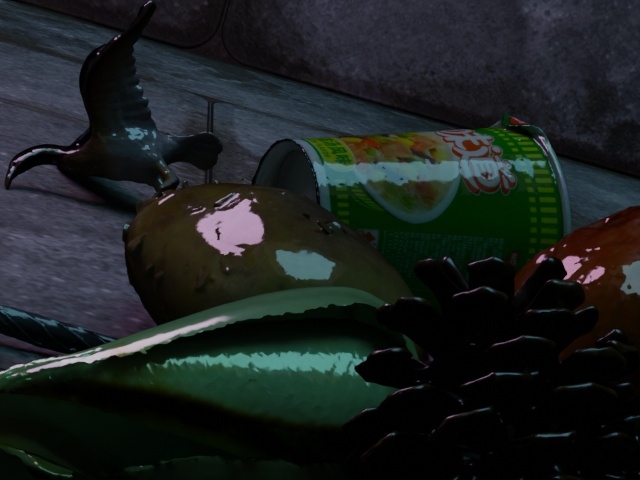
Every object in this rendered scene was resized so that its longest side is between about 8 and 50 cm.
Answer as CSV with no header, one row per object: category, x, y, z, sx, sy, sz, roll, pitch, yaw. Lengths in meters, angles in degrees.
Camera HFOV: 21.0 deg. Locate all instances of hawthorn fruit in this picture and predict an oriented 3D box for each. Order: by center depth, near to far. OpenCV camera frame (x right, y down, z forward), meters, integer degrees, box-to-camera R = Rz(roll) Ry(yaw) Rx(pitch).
hawthorn fruit,0.236,0.058,1.205,0.207,0.243,0.207,26,-31,17

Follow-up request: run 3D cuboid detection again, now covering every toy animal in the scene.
toy animal,-0.200,-0.090,1.643,0.160,0.272,0.197,36,53,9

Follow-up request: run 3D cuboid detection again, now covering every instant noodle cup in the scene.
instant noodle cup,0.067,-0.015,1.510,0.232,0.207,0.207,3,16,-26

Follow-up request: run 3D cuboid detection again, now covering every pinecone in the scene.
pinecone,0.087,0.081,0.859,0.163,0.163,0.165,11,51,-25

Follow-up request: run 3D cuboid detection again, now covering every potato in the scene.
potato,-0.039,0.031,1.241,0.191,0.141,0.296,16,7,-36

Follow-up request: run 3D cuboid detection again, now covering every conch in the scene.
conch,-0.049,0.106,0.928,0.250,0.143,0.137,-13,-11,-42

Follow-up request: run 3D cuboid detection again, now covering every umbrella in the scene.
umbrella,-0.208,0.052,1.150,0.269,0.044,0.044,14,45,-12

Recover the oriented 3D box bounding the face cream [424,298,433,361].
face cream,0.118,0.132,1.060,0.154,0.096,0.274,55,5,-14
